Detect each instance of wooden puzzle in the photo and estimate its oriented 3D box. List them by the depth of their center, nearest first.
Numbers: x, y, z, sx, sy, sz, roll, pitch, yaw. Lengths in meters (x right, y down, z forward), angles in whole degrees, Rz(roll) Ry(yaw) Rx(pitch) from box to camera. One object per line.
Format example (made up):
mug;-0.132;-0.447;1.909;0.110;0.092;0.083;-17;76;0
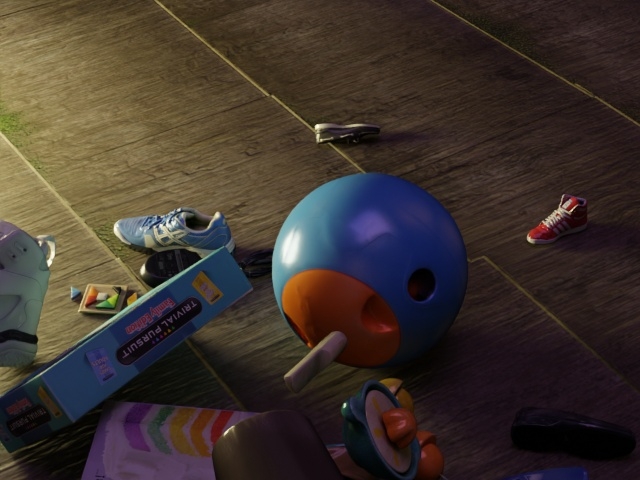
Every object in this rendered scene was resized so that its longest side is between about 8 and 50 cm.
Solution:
wooden puzzle;-0.349;0.093;2.016;0.116;0.014;0.078;-2;37;1

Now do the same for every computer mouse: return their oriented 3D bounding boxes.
computer mouse;-0.176;0.048;2.055;0.242;0.041;0.071;-3;46;-13

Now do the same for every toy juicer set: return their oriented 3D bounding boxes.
toy juicer set;0.084;0.221;1.604;0.089;0.329;0.209;-27;24;23

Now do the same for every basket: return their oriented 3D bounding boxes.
basket;-0.033;0.321;1.430;0.154;0.204;0.227;23;33;-43

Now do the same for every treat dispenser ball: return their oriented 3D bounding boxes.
treat dispenser ball;0.073;0.044;1.835;0.288;0.288;0.288;-1;38;1

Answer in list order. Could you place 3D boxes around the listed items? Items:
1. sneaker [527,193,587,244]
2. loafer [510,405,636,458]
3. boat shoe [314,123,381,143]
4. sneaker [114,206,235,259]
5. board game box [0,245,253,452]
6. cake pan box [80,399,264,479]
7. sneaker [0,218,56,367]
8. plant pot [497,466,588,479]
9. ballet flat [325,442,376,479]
sneaker;0.400;-0.037;2.108;0.118;0.067;0.042;-20;41;-22
loafer;0.352;0.259;1.735;0.170;0.062;0.061;8;34;11
boat shoe;0.052;-0.200;2.358;0.125;0.038;0.046;-1;-4;-8
sneaker;-0.246;-0.022;2.105;0.211;0.081;0.080;4;40;10
board game box;-0.286;0.155;1.759;0.336;0.254;0.079;-37;95;-36
cake pan box;-0.182;0.333;1.566;0.246;0.070;0.267;4;49;10
sneaker;-0.534;0.056;1.780;0.137;0.210;0.366;22;3;39
plant pot;0.204;0.415;1.409;0.212;0.236;0.236;-3;38;9
ballet flat;-0.037;0.311;1.676;0.232;0.080;0.073;-3;67;2
